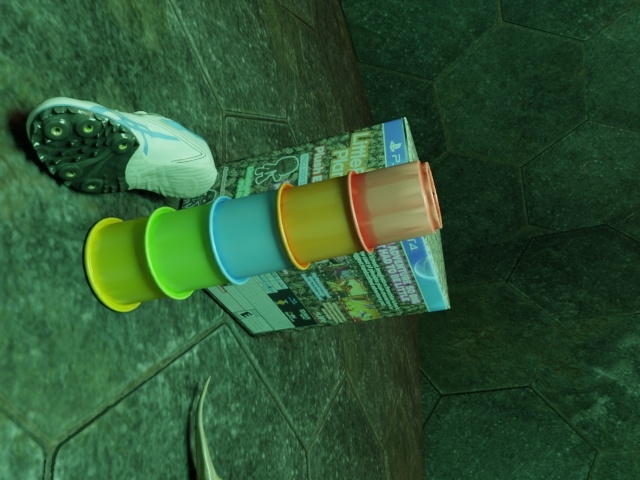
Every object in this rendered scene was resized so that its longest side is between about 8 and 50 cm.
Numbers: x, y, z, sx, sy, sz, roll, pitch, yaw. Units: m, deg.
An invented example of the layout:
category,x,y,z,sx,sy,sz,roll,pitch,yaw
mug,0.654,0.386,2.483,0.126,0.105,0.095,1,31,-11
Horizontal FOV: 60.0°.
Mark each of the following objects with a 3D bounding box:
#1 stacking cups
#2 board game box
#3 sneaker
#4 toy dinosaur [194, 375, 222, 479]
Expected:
category,x,y,z,sx,sy,sz,roll,pitch,yaw
stacking cups,-0.051,-0.001,0.506,0.096,0.317,0.095,-9,90,-76
board game box,0.000,0.000,0.726,0.232,0.291,0.141,60,25,-51
sneaker,-0.190,-0.094,0.546,0.086,0.085,0.237,55,15,15
toy dinosaur,-0.120,0.266,0.591,0.112,0.064,0.211,180,-101,-73
